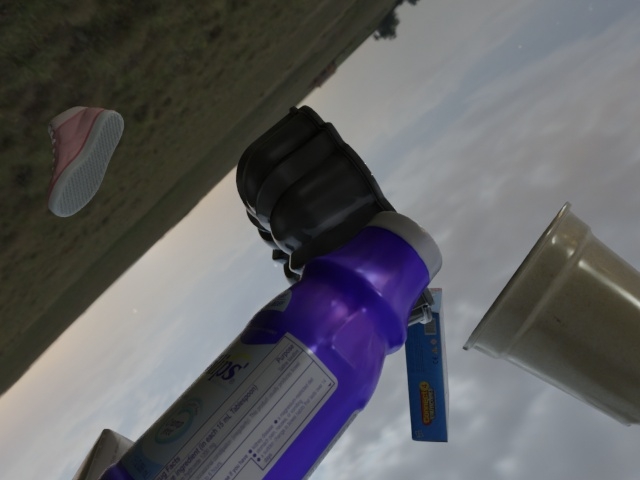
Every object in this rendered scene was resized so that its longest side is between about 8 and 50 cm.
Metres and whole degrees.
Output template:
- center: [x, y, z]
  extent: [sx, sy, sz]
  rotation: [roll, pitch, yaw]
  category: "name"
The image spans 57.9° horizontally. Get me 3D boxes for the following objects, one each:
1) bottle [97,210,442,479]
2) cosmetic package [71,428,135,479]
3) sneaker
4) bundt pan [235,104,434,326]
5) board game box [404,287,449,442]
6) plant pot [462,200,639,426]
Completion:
- center: [-0.021, 0.093, 0.390]
  extent: [0.283, 0.092, 0.118]
  rotation: [-46, -171, -24]
  category: "bottle"
- center: [-0.091, 0.358, 0.522]
  extent: [0.197, 0.365, 0.155]
  rotation: [-57, -167, -4]
  category: "cosmetic package"
- center: [-0.284, -0.094, 0.658]
  extent: [0.051, 0.070, 0.134]
  rotation: [57, 53, -67]
  category: "sneaker"
- center: [0.000, 0.000, 0.752]
  extent: [0.124, 0.331, 0.331]
  rotation: [-32, -170, -9]
  category: "bundt pan"
- center: [0.274, 0.299, 1.470]
  extent: [0.086, 0.309, 0.302]
  rotation: [-4, -175, 13]
  category: "board game box"
- center: [0.477, 0.152, 1.036]
  extent: [0.334, 0.305, 0.334]
  rotation: [-46, 161, -22]
  category: "plant pot"
